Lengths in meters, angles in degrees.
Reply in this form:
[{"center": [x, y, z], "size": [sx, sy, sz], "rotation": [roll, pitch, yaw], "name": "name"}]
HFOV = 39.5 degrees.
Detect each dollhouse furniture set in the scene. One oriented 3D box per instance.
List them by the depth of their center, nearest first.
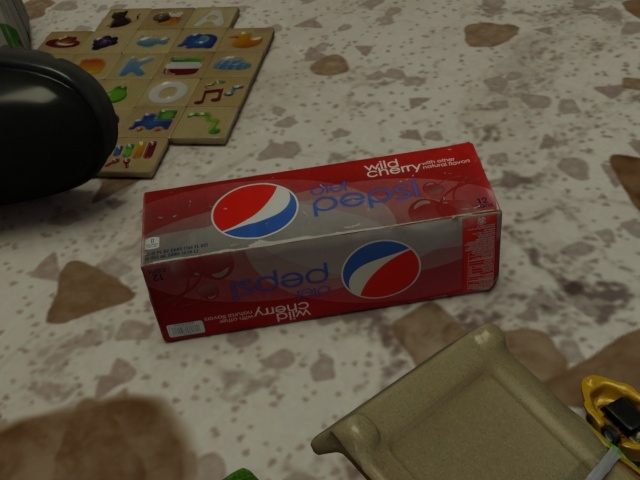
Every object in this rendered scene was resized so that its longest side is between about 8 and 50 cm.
[{"center": [0.041, 0.192, 0.433], "size": [0.197, 0.151, 0.301], "rotation": [45, 39, 19], "name": "dollhouse furniture set"}]

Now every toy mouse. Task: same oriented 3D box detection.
[{"center": [0.139, 0.132, 0.547], "size": [0.143, 0.031, 0.161], "rotation": [-27, 43, -22], "name": "toy mouse"}]

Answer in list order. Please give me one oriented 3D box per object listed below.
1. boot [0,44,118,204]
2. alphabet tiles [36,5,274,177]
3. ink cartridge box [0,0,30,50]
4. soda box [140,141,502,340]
[{"center": [-0.399, 0.024, 0.673], "size": [0.367, 0.146, 0.445], "rotation": [-2, 37, 19], "name": "boot"}, {"center": [-0.212, -0.175, 0.986], "size": [0.285, 0.011, 0.342], "rotation": [1, 41, 12], "name": "alphabet tiles"}, {"center": [-0.396, -0.269, 1.010], "size": [0.087, 0.153, 0.208], "rotation": [-19, 37, -5], "name": "ink cartridge box"}, {"center": [0.000, 0.000, 0.686], "size": [0.263, 0.083, 0.092], "rotation": [-8, 41, -1], "name": "soda box"}]
